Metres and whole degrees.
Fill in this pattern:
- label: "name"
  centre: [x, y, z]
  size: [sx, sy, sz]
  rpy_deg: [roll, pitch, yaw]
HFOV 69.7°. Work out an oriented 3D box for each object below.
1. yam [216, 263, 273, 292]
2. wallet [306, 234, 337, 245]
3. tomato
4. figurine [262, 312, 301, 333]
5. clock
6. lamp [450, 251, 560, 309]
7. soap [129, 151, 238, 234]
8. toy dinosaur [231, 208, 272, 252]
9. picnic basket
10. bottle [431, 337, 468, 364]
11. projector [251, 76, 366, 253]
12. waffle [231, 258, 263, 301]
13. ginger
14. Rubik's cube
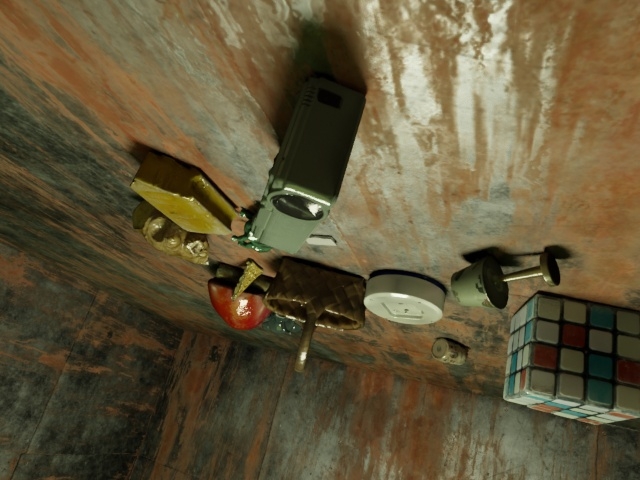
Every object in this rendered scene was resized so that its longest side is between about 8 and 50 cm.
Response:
- label: "yam"
  centre: [-0.251, 0.144, 1.666]
  size: [0.253, 0.061, 0.061]
  rpy_deg: [17, 159, -1]
- label: "wallet"
  centre: [0.000, 0.000, 1.202]
  size: [0.083, 0.011, 0.044]
  rpy_deg: [4, 155, 29]
- label: "tomato"
  centre: [-0.299, 0.254, 1.741]
  size: [0.309, 0.170, 0.309]
  rpy_deg: [15, 179, 0]
- label: "figurine"
  centre: [-0.149, 0.339, 1.980]
  size: [0.193, 0.140, 0.265]
  rpy_deg: [2, 176, -11]
- label: "clock"
  centre: [0.245, 0.172, 1.342]
  size: [0.231, 0.083, 0.230]
  rpy_deg: [10, 153, 5]
- label: "lamp"
  centre: [0.399, 0.088, 1.003]
  size: [0.215, 0.121, 0.121]
  rpy_deg: [-18, 141, 41]
- label: "soap"
  centre: [-0.324, -0.105, 1.074]
  size: [0.161, 0.080, 0.257]
  rpy_deg: [5, 157, 24]
- label: "toy dinosaur"
  centre: [-0.173, -0.009, 1.215]
  size: [0.120, 0.079, 0.292]
  rpy_deg: [22, 161, -10]
- label: "picnic basket"
  centre: [-0.031, 0.257, 1.446]
  size: [0.338, 0.337, 0.293]
  rpy_deg: [15, 158, 2]
- label: "bottle"
  centre: [0.527, 0.456, 1.851]
  size: [0.152, 0.098, 0.099]
  rpy_deg: [24, 157, -29]
- label: "projector"
  centre: [-0.032, -0.104, 0.724]
  size: [0.099, 0.191, 0.256]
  rpy_deg: [19, 159, -10]
- label: "waffle"
  centre: [-0.267, 0.136, 1.555]
  size: [0.023, 0.152, 0.097]
  rpy_deg: [43, 176, 30]
- label: "ginger"
  centre: [-0.388, -0.007, 1.302]
  size: [0.219, 0.123, 0.270]
  rpy_deg: [23, 174, 39]
- label: "Rubik's cube"
  centre: [0.639, 0.310, 1.189]
  size: [0.254, 0.256, 0.259]
  rpy_deg: [11, 158, 11]
